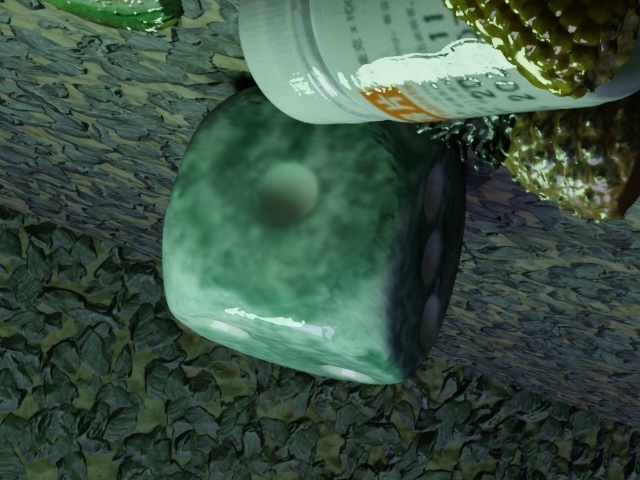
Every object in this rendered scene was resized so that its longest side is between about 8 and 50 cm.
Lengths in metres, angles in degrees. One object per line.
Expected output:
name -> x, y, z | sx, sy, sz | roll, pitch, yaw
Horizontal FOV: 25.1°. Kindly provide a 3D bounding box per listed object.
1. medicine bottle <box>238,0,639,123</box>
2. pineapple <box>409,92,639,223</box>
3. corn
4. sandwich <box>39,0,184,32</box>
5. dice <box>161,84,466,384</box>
medicine bottle -> 0.110, -0.208, 1.255 | 0.211, 0.211, 0.371 | 27, 163, -35
pineapple -> 0.236, -0.127, 1.616 | 0.279, 0.158, 0.158 | 23, 169, 22
corn -> 0.091, -0.243, 1.019 | 0.363, 0.120, 0.120 | 55, -176, 26
sandwich -> -0.233, -0.310, 1.520 | 0.185, 0.109, 0.160 | 14, 146, 18
dice -> 0.000, 0.000, 1.962 | 0.330, 0.328, 0.348 | 12, 166, 19
